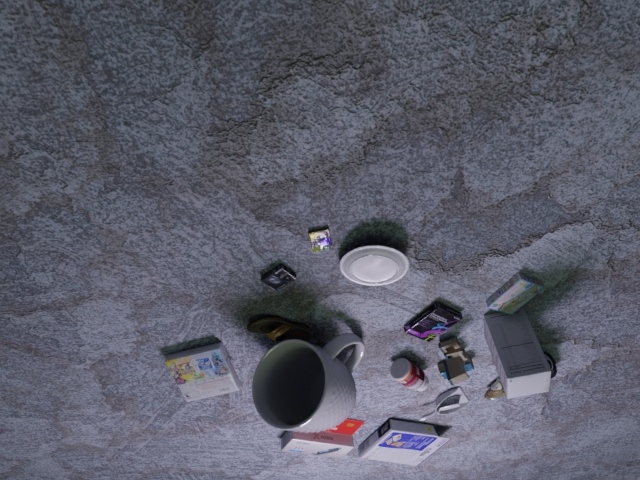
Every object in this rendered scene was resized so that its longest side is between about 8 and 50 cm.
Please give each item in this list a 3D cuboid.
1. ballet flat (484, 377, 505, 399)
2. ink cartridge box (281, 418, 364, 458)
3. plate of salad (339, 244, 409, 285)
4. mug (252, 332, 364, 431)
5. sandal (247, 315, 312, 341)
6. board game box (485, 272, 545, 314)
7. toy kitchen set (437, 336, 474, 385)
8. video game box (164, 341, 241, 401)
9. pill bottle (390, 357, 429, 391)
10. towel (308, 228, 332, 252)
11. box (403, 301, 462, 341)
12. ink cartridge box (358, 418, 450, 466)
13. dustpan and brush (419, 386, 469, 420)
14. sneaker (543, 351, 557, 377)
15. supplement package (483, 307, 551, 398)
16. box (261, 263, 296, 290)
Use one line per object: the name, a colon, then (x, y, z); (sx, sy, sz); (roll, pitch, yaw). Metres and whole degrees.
ballet flat: (0.731, 0.561, 1.975); (0.206, 0.073, 0.067); (-26, 104, 16)
ink cartridge box: (0.010, 0.852, 2.187); (0.296, 0.066, 0.261); (15, 132, -19)
plate of salad: (0.154, 0.067, 1.445); (0.199, 0.048, 0.200); (3, 142, 2)
mug: (0.006, 0.464, 1.689); (0.374, 0.276, 0.328); (-50, 144, 1)
sandal: (-0.129, 0.301, 1.639); (0.219, 0.060, 0.090); (19, 130, -22)
board game box: (0.617, 0.172, 1.600); (0.103, 0.026, 0.154); (19, 130, -22)
toy kitchen set: (0.466, 0.463, 1.773); (0.122, 0.166, 0.207); (-25, 131, 18)
video game box: (-0.403, 0.454, 1.738); (0.205, 0.048, 0.187); (-15, 115, 10)
pill bottle: (0.331, 0.497, 1.852); (0.086, 0.086, 0.152); (-33, 129, 25)
towel: (0.000, 0.000, 1.392); (0.060, 0.009, 0.083); (-8, 134, 2)
box: (0.374, 0.273, 1.677); (0.116, 0.029, 0.162); (24, 126, -26)
ink cartridge box: (0.376, 0.919, 2.285); (0.307, 0.072, 0.303); (14, 130, -21)
dustpan and brush: (0.499, 0.685, 2.066); (0.211, 0.060, 0.147); (-24, 132, 17)
sneaker: (0.771, 0.463, 1.817); (0.122, 0.146, 0.330); (-35, 128, 25)
supplement package: (0.632, 0.364, 1.636); (0.139, 0.244, 0.134); (-13, 134, 8)
box: (-0.122, 0.109, 1.481); (0.083, 0.018, 0.067); (-32, 129, 24)
